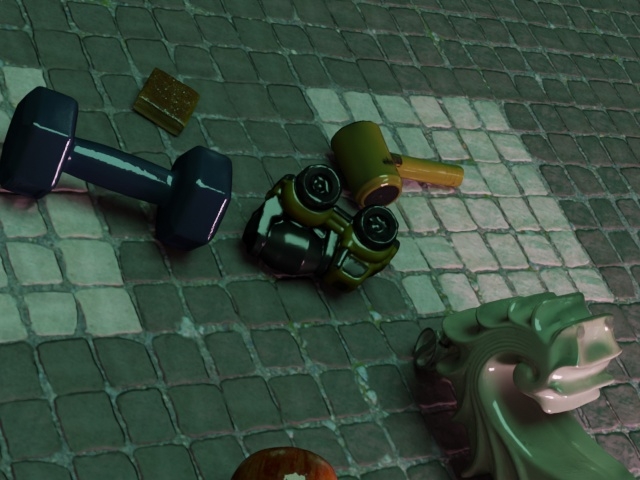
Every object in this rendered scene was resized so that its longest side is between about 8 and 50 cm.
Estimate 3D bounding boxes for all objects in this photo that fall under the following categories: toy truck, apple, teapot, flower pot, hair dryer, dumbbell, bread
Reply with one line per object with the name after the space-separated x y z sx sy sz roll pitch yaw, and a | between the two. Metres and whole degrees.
0.000 0.000 1.986 0.224 0.147 0.165 33 64 -11 | toy truck
-0.049 0.332 1.620 0.146 0.146 0.131 26 47 -15 | apple
0.253 0.183 2.011 0.200 0.107 0.077 16 46 -24 | teapot
0.313 0.261 1.835 0.165 0.254 0.367 -12 91 -45 | flower pot
0.152 -0.119 2.248 0.279 0.090 0.135 6 49 -41 | hair dryer
-0.290 -0.098 1.838 0.325 0.160 0.144 19 15 -21 | dumbbell
-0.248 -0.224 2.073 0.090 0.035 0.094 31 40 -10 | bread
